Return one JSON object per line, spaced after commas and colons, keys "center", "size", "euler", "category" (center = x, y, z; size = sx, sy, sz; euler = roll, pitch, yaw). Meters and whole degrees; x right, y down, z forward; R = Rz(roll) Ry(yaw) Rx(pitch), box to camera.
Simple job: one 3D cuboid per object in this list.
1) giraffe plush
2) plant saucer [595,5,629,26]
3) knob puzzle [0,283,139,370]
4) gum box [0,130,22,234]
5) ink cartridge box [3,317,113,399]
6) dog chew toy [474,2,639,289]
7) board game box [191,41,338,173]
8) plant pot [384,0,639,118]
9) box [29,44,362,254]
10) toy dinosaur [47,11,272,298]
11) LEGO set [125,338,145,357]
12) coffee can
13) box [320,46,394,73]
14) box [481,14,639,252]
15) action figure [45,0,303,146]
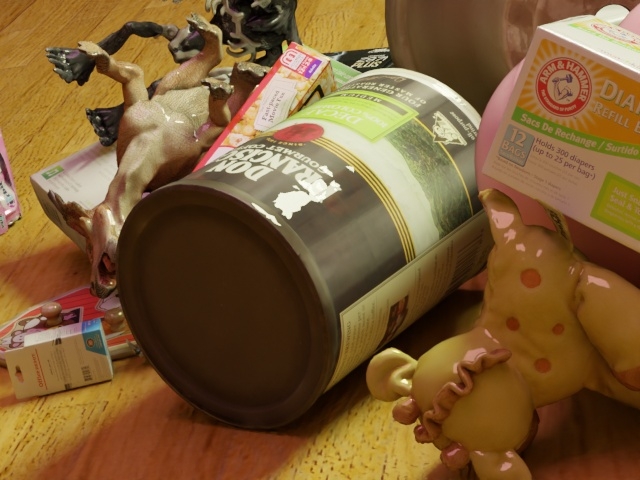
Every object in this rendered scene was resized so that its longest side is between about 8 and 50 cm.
{"center": [0.137, 0.087, 1.263], "size": [0.170, 0.210, 0.181], "euler": [-50, 43, -5], "category": "giraffe plush"}
{"center": [0.294, -0.252, 2.150], "size": [0.400, 0.101, 0.400], "euler": [-11, 19, 4], "category": "plant saucer"}
{"center": [-0.217, 0.069, 1.681], "size": [0.213, 0.030, 0.213], "euler": [-11, 20, 4], "category": "knob puzzle"}
{"center": [-0.424, -0.059, 2.041], "size": [0.188, 0.107, 0.062], "euler": [-5, 21, 21], "category": "gum box"}
{"center": [-0.221, 0.100, 1.568], "size": [0.083, 0.048, 0.028], "euler": [-13, 20, -2], "category": "ink cartridge box"}
{"center": [0.274, -0.093, 1.372], "size": [0.332, 0.207, 0.206], "euler": [-32, 5, 37], "category": "dog chew toy"}
{"center": [-0.047, -0.056, 1.635], "size": [0.045, 0.147, 0.193], "euler": [28, 70, 25], "category": "board game box"}
{"center": [0.231, -0.194, 1.645], "size": [0.323, 0.323, 0.280], "euler": [-13, 11, -2], "category": "plant pot"}
{"center": [-0.105, -0.085, 1.823], "size": [0.322, 0.058, 0.232], "euler": [-29, 26, -13], "category": "box"}
{"center": [-0.138, -0.079, 1.654], "size": [0.127, 0.200, 0.295], "euler": [29, 30, 19], "category": "toy dinosaur"}
{"center": [-0.123, 0.089, 1.584], "size": [0.083, 0.023, 0.054], "euler": [8, 45, 9], "category": "LEGO set"}
{"center": [0.000, 0.000, 1.485], "size": [0.201, 0.202, 0.275], "euler": [3, 24, 37], "category": "coffee can"}
{"center": [0.005, -0.156, 2.094], "size": [0.180, 0.078, 0.147], "euler": [-2, 21, 27], "category": "box"}
{"center": [0.228, -0.059, 1.236], "size": [0.203, 0.114, 0.103], "euler": [28, 22, 21], "category": "box"}
{"center": [-0.118, -0.196, 1.812], "size": [0.275, 0.164, 0.141], "euler": [-28, 5, 7], "category": "action figure"}
